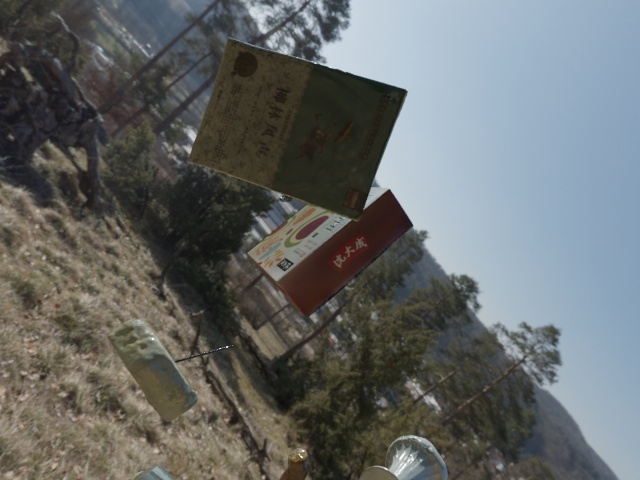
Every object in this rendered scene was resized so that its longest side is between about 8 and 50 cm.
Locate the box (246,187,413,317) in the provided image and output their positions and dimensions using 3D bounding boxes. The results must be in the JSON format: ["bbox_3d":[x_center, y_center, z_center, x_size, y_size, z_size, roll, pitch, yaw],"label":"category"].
[{"bbox_3d":[0.000,0.000,1.105,0.122,0.345,0.385,54,-11,-19],"label":"box"}]

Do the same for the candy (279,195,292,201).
[{"bbox_3d":[-0.104,-0.194,1.424,0.053,0.046,0.181,14,42,-6],"label":"candy"}]

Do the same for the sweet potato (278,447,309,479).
[{"bbox_3d":[-0.092,0.710,1.089,0.109,0.384,0.109,8,13,-2],"label":"sweet potato"}]

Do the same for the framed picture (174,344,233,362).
[{"bbox_3d":[-0.596,0.537,1.857,0.324,0.244,0.013,-3,73,-45],"label":"framed picture"}]

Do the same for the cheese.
[{"bbox_3d":[-0.492,0.378,1.204,0.326,0.115,0.318,60,-25,-6],"label":"cheese"}]

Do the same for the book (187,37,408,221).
[{"bbox_3d":[-0.054,-0.219,0.795,0.380,0.263,0.031,20,4,11],"label":"book"}]

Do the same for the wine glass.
[{"bbox_3d":[0.195,0.573,0.977,0.197,0.165,0.164,12,36,-52],"label":"wine glass"}]

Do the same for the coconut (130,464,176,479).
[{"bbox_3d":[-0.675,1.013,1.618,0.222,0.201,0.202,19,-10,25],"label":"coconut"}]
